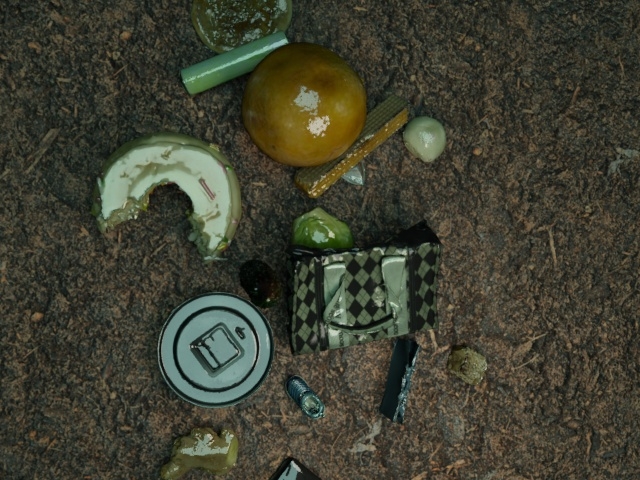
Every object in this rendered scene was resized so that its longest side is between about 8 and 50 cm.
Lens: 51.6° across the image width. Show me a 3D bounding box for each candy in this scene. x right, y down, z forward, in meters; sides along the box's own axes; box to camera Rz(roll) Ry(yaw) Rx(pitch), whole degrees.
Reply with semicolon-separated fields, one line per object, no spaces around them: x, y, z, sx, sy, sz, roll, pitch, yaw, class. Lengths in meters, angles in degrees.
0.418;0.353;1.881;0.110;0.085;0.095;27;78;-18;candy

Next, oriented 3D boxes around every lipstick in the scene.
-0.228;-0.472;1.761;0.304;0.076;0.076;-22;93;1;lipstick

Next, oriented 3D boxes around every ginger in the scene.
-0.325;0.562;1.755;0.213;0.074;0.137;-8;90;-4;ginger

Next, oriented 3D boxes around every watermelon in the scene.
0.098;-0.191;1.844;0.085;0.061;0.085;0;87;-5;watermelon

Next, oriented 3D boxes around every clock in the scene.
-0.279;0.288;1.770;0.313;0.061;0.312;0;89;-10;clock

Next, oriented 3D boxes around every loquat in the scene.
-0.041;-0.345;1.698;0.328;0.328;0.328;0;89;-10;loquat

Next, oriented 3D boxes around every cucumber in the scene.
-0.153;0.106;1.647;0.096;0.359;0.096;0;93;-9;cucumber

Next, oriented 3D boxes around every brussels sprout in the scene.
-0.003;0.003;1.779;0.180;0.161;0.144;50;42;-5;brussels sprout

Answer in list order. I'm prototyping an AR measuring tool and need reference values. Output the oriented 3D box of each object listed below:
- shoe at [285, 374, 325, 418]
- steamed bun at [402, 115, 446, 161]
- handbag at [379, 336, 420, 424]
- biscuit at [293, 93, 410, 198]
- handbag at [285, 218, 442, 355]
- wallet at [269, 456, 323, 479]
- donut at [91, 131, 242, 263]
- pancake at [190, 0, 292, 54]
-0.041;0.430;1.805;0.064;0.071;0.143;-40;91;-9;shoe
0.300;-0.291;1.866;0.112;0.091;0.130;-43;95;-10;steamed bun
0.221;0.381;1.814;0.057;0.144;0.221;15;88;-3;handbag
0.088;-0.262;1.827;0.379;0.094;0.054;-41;138;-8;biscuit
0.107;0.121;1.729;0.416;0.180;0.316;-11;127;-9;handbag
0.003;0.778;1.816;0.377;0.051;0.197;39;80;-8;wallet
-0.383;-0.124;1.715;0.371;0.150;0.307;17;86;-9;donut
-0.213;-0.626;1.807;0.282;0.049;0.282;0;91;-7;pancake
